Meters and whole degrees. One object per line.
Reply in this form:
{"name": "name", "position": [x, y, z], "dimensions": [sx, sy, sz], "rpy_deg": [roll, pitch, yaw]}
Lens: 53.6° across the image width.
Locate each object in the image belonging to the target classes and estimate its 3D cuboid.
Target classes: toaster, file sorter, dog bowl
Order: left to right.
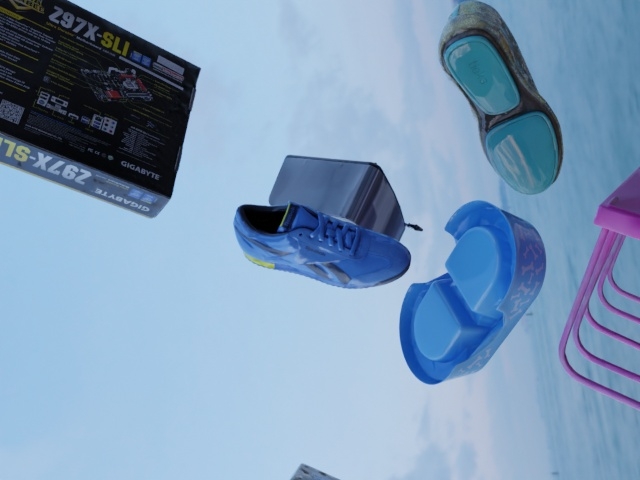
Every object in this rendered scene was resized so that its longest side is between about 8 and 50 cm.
{"name": "toaster", "position": [0.034, -0.036, 0.948], "dimensions": [0.110, 0.185, 0.168], "rpy_deg": [-65, -33, -25]}
{"name": "dog bowl", "position": [0.215, 0.082, 0.916], "dimensions": [0.297, 0.074, 0.166], "rpy_deg": [-65, 31, 33]}
{"name": "file sorter", "position": [0.389, 0.050, 0.654], "dimensions": [0.290, 0.202, 0.182], "rpy_deg": [-23, -50, -53]}

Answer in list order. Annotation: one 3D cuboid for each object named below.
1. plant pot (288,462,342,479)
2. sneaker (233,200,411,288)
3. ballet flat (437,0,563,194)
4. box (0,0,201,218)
{"name": "plant pot", "position": [-0.015, 0.369, 0.856], "dimensions": [0.109, 0.108, 0.096], "rpy_deg": [23, -92, -81]}
{"name": "sneaker", "position": [0.000, 0.000, 0.722], "dimensions": [0.082, 0.209, 0.069], "rpy_deg": [85, -161, -56]}
{"name": "ballet flat", "position": [0.277, -0.212, 0.948], "dimensions": [0.348, 0.123, 0.123], "rpy_deg": [46, -144, -39]}
{"name": "box", "position": [-0.345, -0.204, 0.891], "dimensions": [0.321, 0.079, 0.257], "rpy_deg": [21, -126, -28]}
